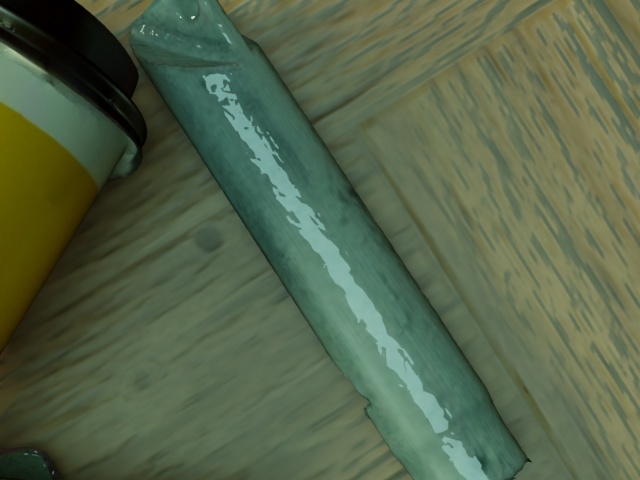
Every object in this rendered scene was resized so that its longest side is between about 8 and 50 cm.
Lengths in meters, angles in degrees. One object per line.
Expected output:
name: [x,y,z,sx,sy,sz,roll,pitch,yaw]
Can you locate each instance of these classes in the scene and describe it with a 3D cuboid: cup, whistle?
cup: [-0.212,-0.001,0.728,0.196,0.196,0.279,23,73,5]
whistle: [0.000,0.000,0.801,0.062,0.062,0.312,-33,85,2]

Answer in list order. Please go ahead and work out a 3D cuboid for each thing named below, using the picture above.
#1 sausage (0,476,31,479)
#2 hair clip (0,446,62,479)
sausage: [-0.045,0.182,0.757,0.317,0.117,0.125,6,115,-6]
hair clip: [-0.150,0.177,0.820,0.054,0.022,0.137,-16,88,4]
